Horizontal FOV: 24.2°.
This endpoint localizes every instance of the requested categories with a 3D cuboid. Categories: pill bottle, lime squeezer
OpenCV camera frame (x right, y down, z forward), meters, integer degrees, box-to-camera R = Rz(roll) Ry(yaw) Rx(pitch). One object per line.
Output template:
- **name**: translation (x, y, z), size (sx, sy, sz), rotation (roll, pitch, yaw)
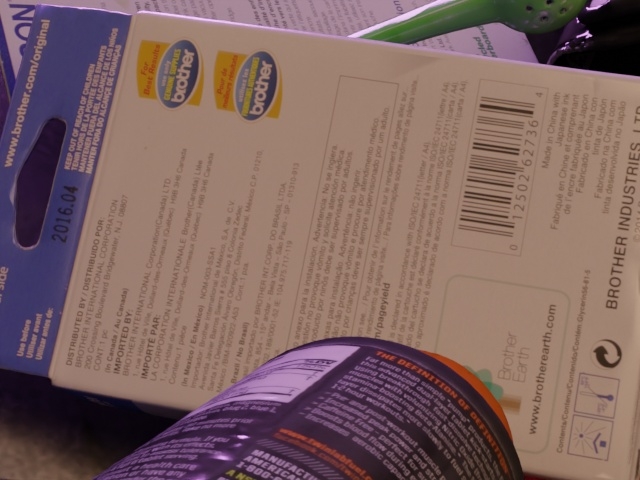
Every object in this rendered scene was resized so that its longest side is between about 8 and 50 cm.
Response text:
- **pill bottle**: translation (-0.004, 0.109, 0.517), size (0.130, 0.130, 0.246), rotation (39, 23, 11)
- **lime squeezer**: translation (0.125, -0.160, 0.799), size (0.310, 0.110, 0.059), rotation (-41, 111, -16)

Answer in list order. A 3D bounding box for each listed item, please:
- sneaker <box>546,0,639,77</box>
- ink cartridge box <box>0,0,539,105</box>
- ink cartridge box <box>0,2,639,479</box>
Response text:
- **sneaker**: translation (0.186, -0.203, 0.915), size (0.257, 0.169, 0.447), rotation (-33, 43, -24)
- **ink cartridge box**: translation (-0.060, -0.183, 0.901), size (0.330, 0.071, 0.324), rotation (-4, 57, -25)
- **ink cartridge box**: translation (0.000, 0.000, 0.690), size (0.311, 0.065, 0.185), rotation (9, 77, 7)
